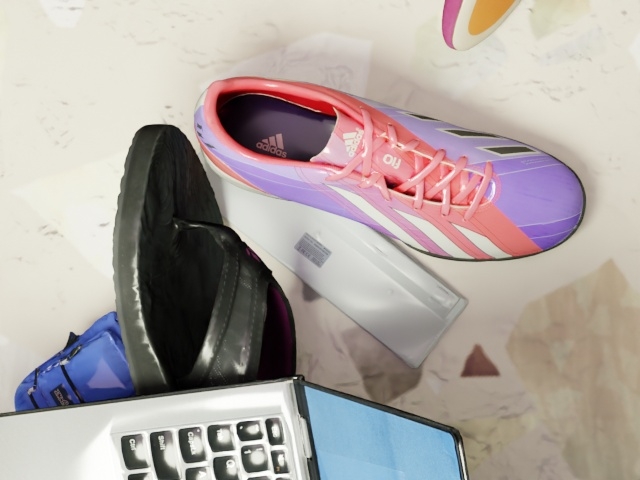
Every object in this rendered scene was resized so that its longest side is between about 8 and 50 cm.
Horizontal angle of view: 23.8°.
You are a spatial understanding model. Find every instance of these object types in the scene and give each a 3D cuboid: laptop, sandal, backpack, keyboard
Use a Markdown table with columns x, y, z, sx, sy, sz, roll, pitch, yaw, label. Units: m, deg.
| x | y | z | sx | sy | sz | roll | pitch | yaw | label |
| --- | --- | --- | --- | --- | --- | --- | --- | --- | --- |
| -0.060 | 0.302 | 1.002 | 0.408 | 0.236 | 0.382 | -8 | 95 | 14 | laptop |
| -0.069 | 0.126 | 1.188 | 0.107 | 0.167 | 0.445 | -6 | 95 | 18 | sandal |
| -0.190 | 0.123 | 1.237 | 0.120 | 0.101 | 0.098 | -36 | 76 | 10 | backpack |
| 0.000 | 0.000 | 1.257 | 0.256 | 0.014 | 0.072 | 38 | 99 | 9 | keyboard |

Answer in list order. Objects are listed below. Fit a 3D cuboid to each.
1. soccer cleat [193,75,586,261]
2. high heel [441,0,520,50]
| x | y | z | sx | sy | sz | roll | pitch | yaw | label |
| --- | --- | --- | --- | --- | --- | --- | --- | --- | --- |
| 0.052 | -0.059 | 1.189 | 0.318 | 0.116 | 0.108 | 15 | 83 | 6 | soccer cleat |
| 0.130 | -0.280 | 1.228 | 0.117 | 0.082 | 0.244 | 31 | 107 | 38 | high heel |
